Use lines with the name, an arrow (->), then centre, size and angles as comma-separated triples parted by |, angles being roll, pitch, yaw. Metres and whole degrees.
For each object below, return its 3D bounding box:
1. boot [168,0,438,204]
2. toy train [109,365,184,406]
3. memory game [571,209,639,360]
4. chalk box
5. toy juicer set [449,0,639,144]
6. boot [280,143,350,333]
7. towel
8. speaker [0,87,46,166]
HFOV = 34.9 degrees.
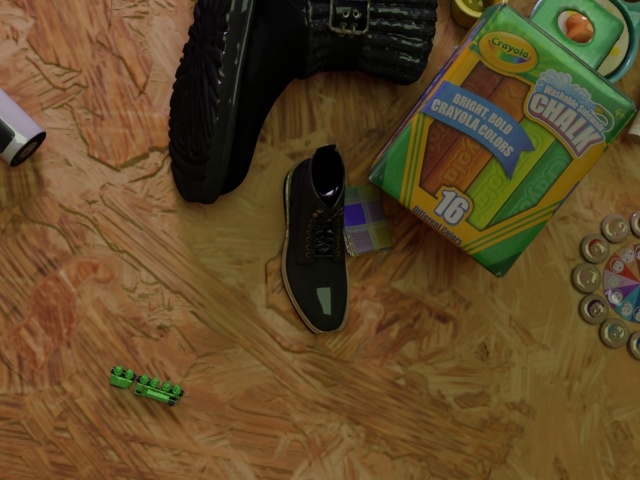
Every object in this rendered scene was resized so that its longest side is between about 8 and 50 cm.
boot -> -0.013, -0.194, 1.142 | 0.260, 0.131, 0.348 | 10, 99, -29
toy train -> -0.189, 0.158, 1.105 | 0.083, 0.017, 0.023 | 20, 87, -7
memory game -> 0.392, 0.051, 1.236 | 0.186, 0.012, 0.186 | 2, 81, -10
chalk box -> 0.207, -0.138, 1.094 | 0.180, 0.179, 0.289 | 35, 102, -3
toy juicer set -> 0.308, -0.205, 1.209 | 0.329, 0.089, 0.209 | 8, 80, -4
boot -> 0.000, 0.000, 1.106 | 0.077, 0.137, 0.198 | -10, 84, -13
towel -> 0.051, -0.024, 1.178 | 0.060, 0.009, 0.083 | -8, 81, -25
speaker -> -0.364, -0.146, 1.103 | 0.136, 0.055, 0.055 | 45, 76, -1
